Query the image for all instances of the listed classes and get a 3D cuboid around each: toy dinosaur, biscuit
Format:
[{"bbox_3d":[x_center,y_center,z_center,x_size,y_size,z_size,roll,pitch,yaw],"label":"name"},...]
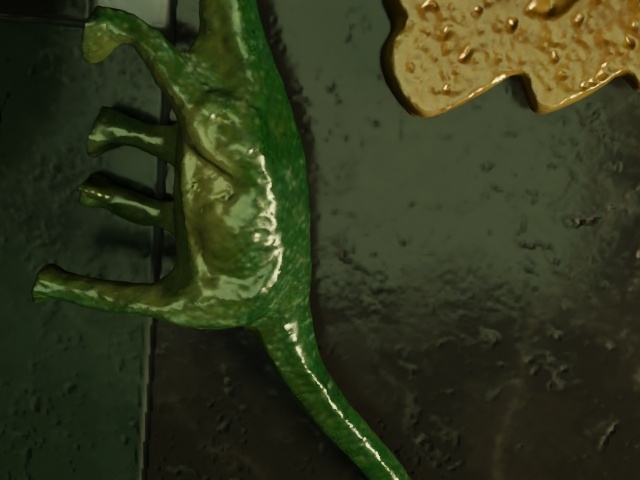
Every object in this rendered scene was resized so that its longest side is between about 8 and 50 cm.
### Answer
[{"bbox_3d":[0.000,0.000,0.491,0.300,0.087,0.447,18,110,0],"label":"toy dinosaur"},{"bbox_3d":[0.138,-0.158,0.472,0.238,0.041,0.212,14,97,0],"label":"biscuit"}]
